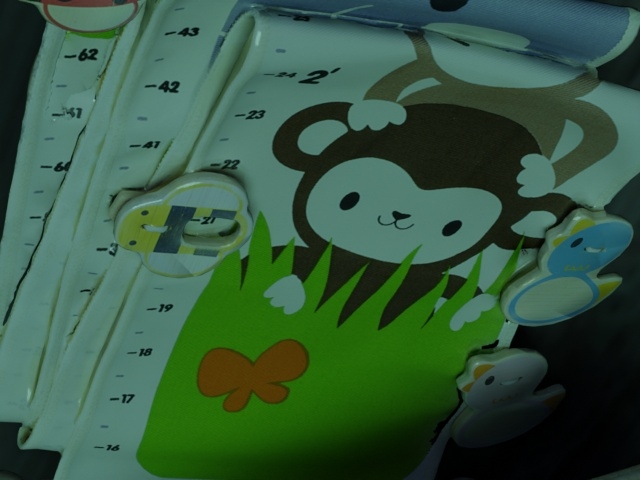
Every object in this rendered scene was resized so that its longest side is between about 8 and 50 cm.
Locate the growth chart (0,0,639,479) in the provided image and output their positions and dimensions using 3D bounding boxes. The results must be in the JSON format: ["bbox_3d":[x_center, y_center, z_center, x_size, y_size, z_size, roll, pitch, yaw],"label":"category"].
[{"bbox_3d":[0.000,0.000,0.398,0.172,0.021,0.237,-2,136,-16],"label":"growth chart"}]

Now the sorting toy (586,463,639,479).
[{"bbox_3d":[0.032,0.160,0.440,0.208,0.038,0.193,-15,118,7],"label":"sorting toy"}]
